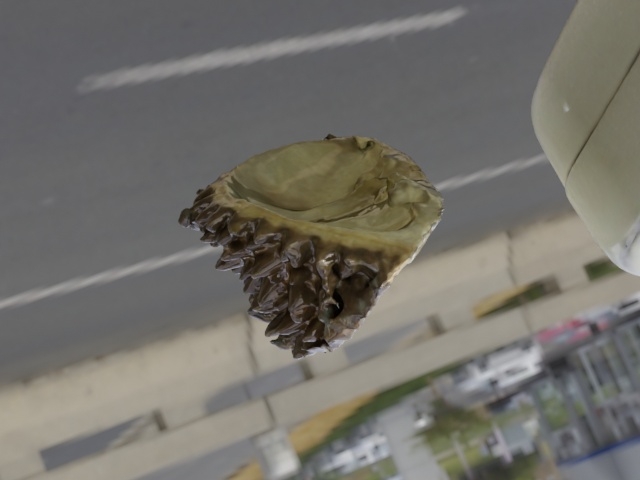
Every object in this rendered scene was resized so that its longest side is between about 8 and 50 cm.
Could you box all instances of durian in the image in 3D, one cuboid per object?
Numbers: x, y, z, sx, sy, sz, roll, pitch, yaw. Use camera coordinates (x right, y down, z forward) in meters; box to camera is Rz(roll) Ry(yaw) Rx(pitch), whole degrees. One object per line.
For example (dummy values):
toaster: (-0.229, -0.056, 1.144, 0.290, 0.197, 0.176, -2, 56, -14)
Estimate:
durian: (-0.004, -0.009, 0.442, 0.066, 0.052, 0.130, -43, -162, 8)

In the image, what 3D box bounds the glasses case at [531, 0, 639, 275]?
glasses case: (0.171, -0.118, 0.372, 0.131, 0.070, 0.312, -3, 139, -26)
